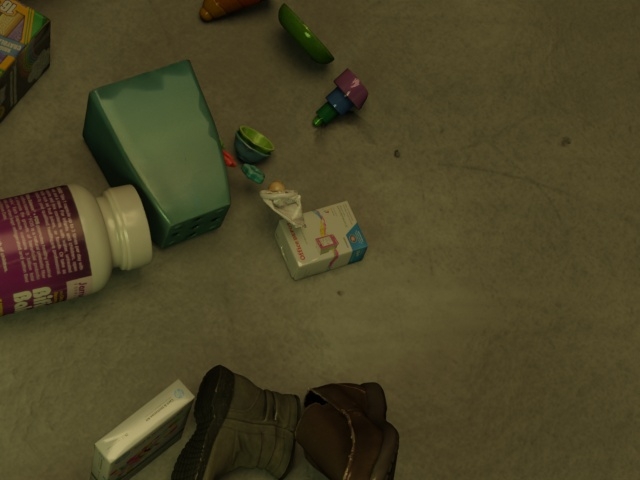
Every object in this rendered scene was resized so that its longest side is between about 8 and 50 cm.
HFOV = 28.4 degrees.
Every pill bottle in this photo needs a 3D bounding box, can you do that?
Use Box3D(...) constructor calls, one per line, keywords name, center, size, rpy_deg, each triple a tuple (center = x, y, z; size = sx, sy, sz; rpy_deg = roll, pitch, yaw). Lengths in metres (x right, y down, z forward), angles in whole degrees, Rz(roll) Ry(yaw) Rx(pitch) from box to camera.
Box3D(name="pill bottle", center=(-0.406, 0.011, 1.839), size=(0.302, 0.169, 0.169), rpy_deg=(-14, 67, -18))

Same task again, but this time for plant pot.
Box3D(name="plant pot", center=(-0.241, -0.120, 1.952), size=(0.165, 0.165, 0.234), rpy_deg=(-21, 77, -21))

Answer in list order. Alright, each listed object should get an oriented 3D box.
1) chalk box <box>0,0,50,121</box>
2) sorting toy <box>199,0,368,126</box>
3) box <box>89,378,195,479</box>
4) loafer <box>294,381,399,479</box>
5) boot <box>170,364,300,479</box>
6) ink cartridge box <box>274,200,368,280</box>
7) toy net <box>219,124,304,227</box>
Box3D(name="chalk box", center=(-0.535, -0.271, 1.976), size=(0.132, 0.132, 0.213), rpy_deg=(31, 60, 4))
Box3D(name="sorting toy", center=(-0.077, -0.332, 2.142), size=(0.126, 0.127, 0.365), rpy_deg=(-42, 79, 3))
Box3D(name="box", center=(-0.246, 0.273, 1.729), size=(0.145, 0.186, 0.038), rpy_deg=(-37, 76, -26))
Box3D(name="loafer", center=(0.028, 0.291, 1.720), size=(0.130, 0.366, 0.133), rpy_deg=(6, 100, -4))
Box3D(name="boot", center=(-0.111, 0.308, 1.789), size=(0.161, 0.083, 0.246), rpy_deg=(28, 62, -22))
Box3D(name="ink cartridge box", center=(0.000, 0.000, 1.997), size=(0.122, 0.052, 0.088), rpy_deg=(-17, 68, -18))
Box3D(name="toy net", center=(-0.091, -0.107, 1.978), size=(0.122, 0.045, 0.232), rpy_deg=(19, 24, -46))
